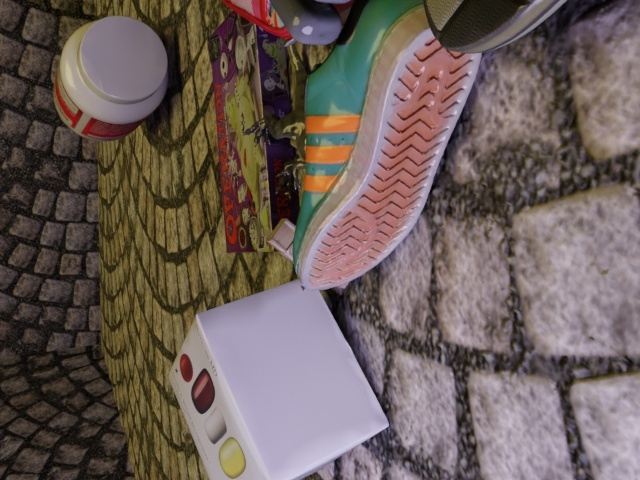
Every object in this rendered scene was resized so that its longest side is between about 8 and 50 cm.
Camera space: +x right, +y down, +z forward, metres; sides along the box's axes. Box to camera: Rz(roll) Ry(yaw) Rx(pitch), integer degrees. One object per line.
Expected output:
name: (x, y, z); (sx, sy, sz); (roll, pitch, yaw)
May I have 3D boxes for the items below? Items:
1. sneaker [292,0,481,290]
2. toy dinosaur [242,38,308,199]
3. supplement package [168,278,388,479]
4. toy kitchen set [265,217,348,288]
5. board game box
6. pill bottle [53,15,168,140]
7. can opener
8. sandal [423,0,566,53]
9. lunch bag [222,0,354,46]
sneaker: (0.036, -0.087, 0.577); (0.121, 0.108, 0.302); (59, 140, 37)
toy dinosaur: (-0.031, -0.126, 0.767); (0.118, 0.064, 0.268); (-39, 58, 43)
supplement package: (-0.062, 0.184, 0.744); (0.194, 0.149, 0.203); (61, 147, 19)
toy kitchen set: (0.000, 0.000, 0.720); (0.068, 0.083, 0.075); (-55, 22, -14)
board game box: (-0.100, -0.155, 0.922); (0.208, 0.056, 0.346); (175, 90, -69)
pill bottle: (-0.482, -0.367, 1.462); (0.408, 0.229, 0.228); (-1, 94, 64)
can opener: (-0.069, -0.276, 0.534); (0.283, 0.095, 0.076); (63, 143, 29)
sandal: (0.168, -0.198, 0.325); (0.303, 0.086, 0.120); (-35, 56, 45)
lunch bag: (-0.005, -0.348, 0.619); (0.258, 0.120, 0.292); (47, 135, 45)
